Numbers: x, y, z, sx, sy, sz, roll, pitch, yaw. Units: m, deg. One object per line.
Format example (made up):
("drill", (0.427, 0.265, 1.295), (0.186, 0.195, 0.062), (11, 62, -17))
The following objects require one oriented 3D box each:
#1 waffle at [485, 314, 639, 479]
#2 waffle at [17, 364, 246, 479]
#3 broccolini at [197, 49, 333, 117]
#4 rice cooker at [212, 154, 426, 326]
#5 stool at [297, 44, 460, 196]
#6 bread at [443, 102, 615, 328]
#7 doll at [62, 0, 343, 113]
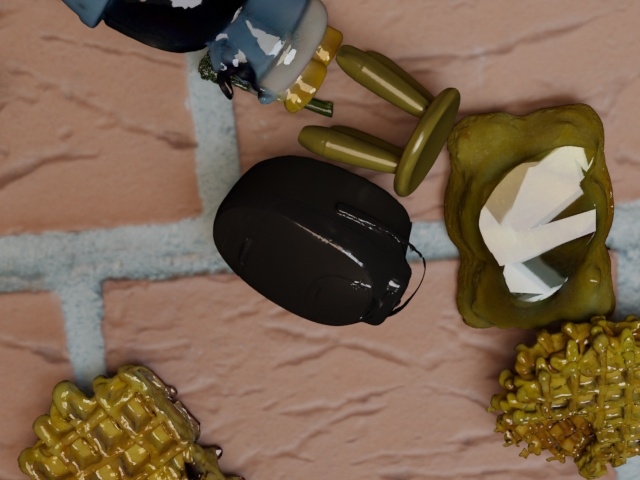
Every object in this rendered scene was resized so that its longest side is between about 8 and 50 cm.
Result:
("waffle", (0.271, 0.158, 0.994), (0.193, 0.070, 0.197), (12, 124, -17))
("waffle", (-0.183, 0.276, 1.075), (0.283, 0.065, 0.309), (8, 108, 2))
("broccolini", (-0.052, -0.148, 0.972), (0.140, 0.035, 0.030), (21, 108, -5))
("rice cooker", (0.001, 0.001, 0.953), (0.203, 0.118, 0.142), (26, 141, -4))
("stool", (0.058, -0.112, 0.929), (0.110, 0.134, 0.135), (28, 149, 13))
("bread", (0.205, -0.013, 0.972), (0.160, 0.088, 0.233), (-9, 106, 2))
("doll", (-0.127, -0.236, 0.895), (0.314, 0.141, 0.177), (34, 60, -16))
